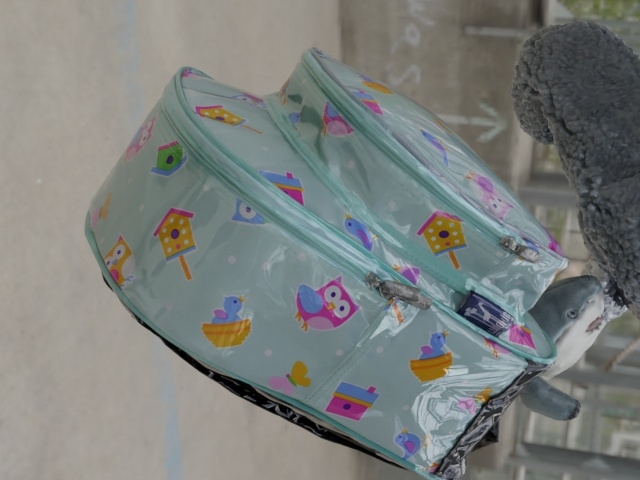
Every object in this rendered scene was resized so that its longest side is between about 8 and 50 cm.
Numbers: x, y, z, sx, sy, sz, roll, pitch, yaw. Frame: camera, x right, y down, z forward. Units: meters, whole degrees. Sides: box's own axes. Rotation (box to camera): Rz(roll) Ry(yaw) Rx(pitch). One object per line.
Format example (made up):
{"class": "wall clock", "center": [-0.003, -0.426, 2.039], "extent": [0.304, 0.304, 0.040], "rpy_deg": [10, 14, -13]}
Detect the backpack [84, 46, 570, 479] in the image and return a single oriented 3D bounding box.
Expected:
{"class": "backpack", "center": [0.000, 0.000, 0.481], "extent": [0.144, 0.188, 0.166], "rpy_deg": [-59, -153, 18]}

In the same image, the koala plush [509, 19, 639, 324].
{"class": "koala plush", "center": [0.231, -0.009, 0.690], "extent": [0.221, 0.196, 0.203], "rpy_deg": [71, 11, -59]}

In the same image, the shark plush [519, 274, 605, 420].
{"class": "shark plush", "center": [0.082, 0.053, 0.638], "extent": [0.073, 0.161, 0.067], "rpy_deg": [-68, 150, -46]}
